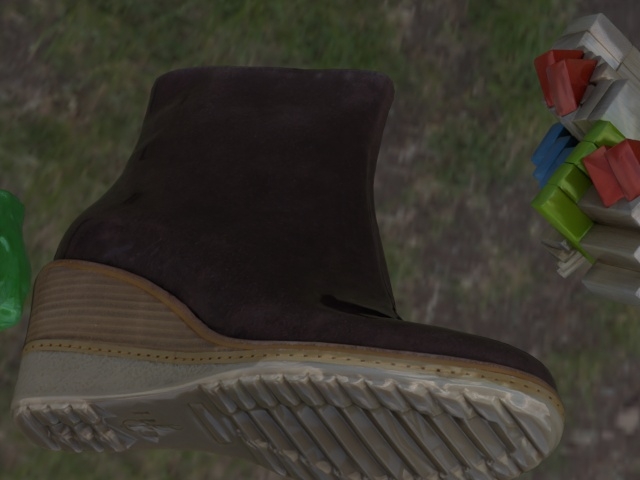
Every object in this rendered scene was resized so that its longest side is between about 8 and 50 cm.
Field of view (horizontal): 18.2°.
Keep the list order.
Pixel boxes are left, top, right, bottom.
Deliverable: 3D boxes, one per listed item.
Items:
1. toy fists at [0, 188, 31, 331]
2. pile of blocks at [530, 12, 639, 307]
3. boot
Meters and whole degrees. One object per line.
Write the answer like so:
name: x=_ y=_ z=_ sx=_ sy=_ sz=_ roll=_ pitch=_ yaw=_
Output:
toy fists: x=-0.379 y=0.011 z=1.659 sx=0.279 sy=0.142 sz=0.096 roll=15 pitch=135 yaw=-14
pile of blocks: x=0.199 y=-0.073 z=1.532 sx=0.149 sy=0.362 sz=0.112 roll=-42 pitch=110 yaw=14
boot: x=0.000 y=0.000 z=0.834 sx=0.248 sy=0.207 sz=0.090 roll=2 pitch=139 yaw=26
